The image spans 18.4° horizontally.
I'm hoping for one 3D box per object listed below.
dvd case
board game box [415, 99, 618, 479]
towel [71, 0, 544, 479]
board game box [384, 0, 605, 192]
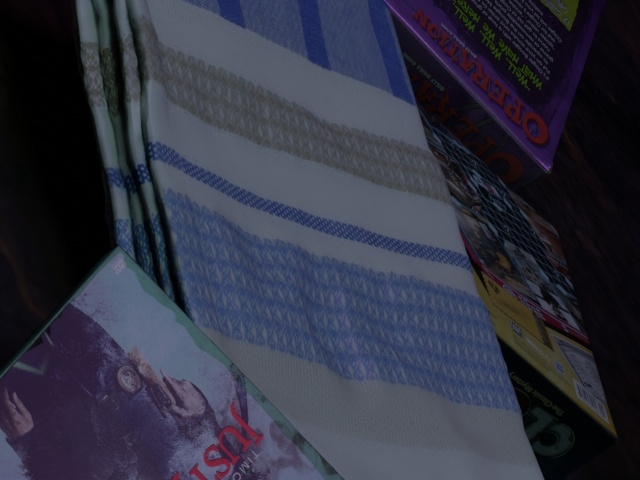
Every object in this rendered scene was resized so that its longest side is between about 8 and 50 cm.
[{"bbox_3d":[-0.043,0.071,0.565,0.119,0.013,0.087,48,53,-11],"label":"dvd case"},{"bbox_3d":[0.028,-0.016,0.877,0.243,0.042,0.165,40,23,-27],"label":"board game box"},{"bbox_3d":[0.000,0.000,0.719,0.209,0.034,0.285,17,49,-48],"label":"towel"},{"bbox_3d":[0.021,-0.205,1.084,0.347,0.056,0.208,45,37,-18],"label":"board game box"}]
